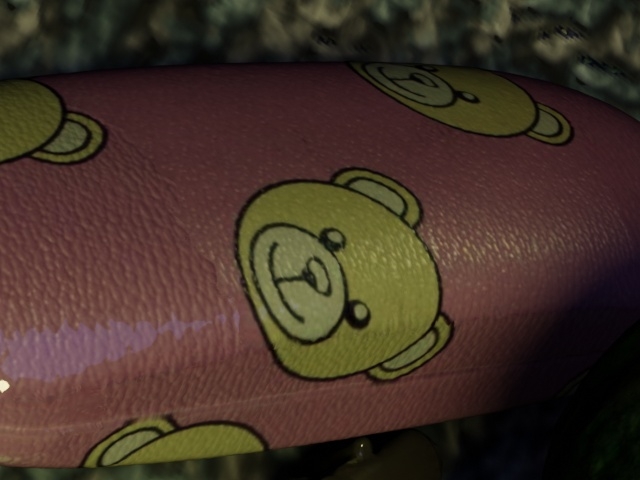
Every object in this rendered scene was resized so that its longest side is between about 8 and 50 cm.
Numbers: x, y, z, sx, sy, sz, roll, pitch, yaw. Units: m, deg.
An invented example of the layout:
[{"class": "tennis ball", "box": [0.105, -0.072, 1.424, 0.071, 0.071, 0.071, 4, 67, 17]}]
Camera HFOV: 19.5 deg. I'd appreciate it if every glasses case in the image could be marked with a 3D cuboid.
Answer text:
[{"class": "glasses case", "box": [0.000, 0.000, 0.563, 0.316, 0.075, 0.123, -5, 44, -35]}]

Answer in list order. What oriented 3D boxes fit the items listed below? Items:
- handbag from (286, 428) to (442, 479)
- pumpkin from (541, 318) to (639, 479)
[{"class": "handbag", "box": [0.038, 0.211, 0.491, 0.285, 0.113, 0.257, 52, 42, -2]}, {"class": "pumpkin", "box": [0.134, 0.110, 0.454, 0.212, 0.152, 0.211, 39, 34, -32]}]
